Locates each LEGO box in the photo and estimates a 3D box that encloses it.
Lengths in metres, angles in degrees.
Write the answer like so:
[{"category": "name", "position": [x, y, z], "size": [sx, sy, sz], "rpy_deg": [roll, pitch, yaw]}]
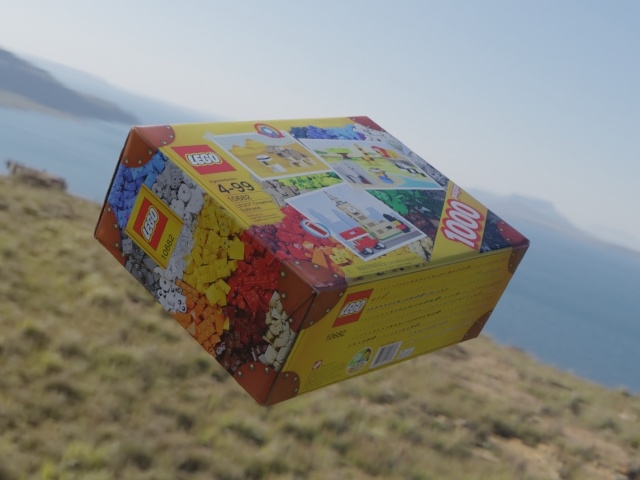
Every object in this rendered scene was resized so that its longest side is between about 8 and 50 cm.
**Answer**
[{"category": "LEGO box", "position": [0.000, 0.000, 1.578], "size": [0.372, 0.193, 0.500], "rpy_deg": [41, 30, 28]}]
